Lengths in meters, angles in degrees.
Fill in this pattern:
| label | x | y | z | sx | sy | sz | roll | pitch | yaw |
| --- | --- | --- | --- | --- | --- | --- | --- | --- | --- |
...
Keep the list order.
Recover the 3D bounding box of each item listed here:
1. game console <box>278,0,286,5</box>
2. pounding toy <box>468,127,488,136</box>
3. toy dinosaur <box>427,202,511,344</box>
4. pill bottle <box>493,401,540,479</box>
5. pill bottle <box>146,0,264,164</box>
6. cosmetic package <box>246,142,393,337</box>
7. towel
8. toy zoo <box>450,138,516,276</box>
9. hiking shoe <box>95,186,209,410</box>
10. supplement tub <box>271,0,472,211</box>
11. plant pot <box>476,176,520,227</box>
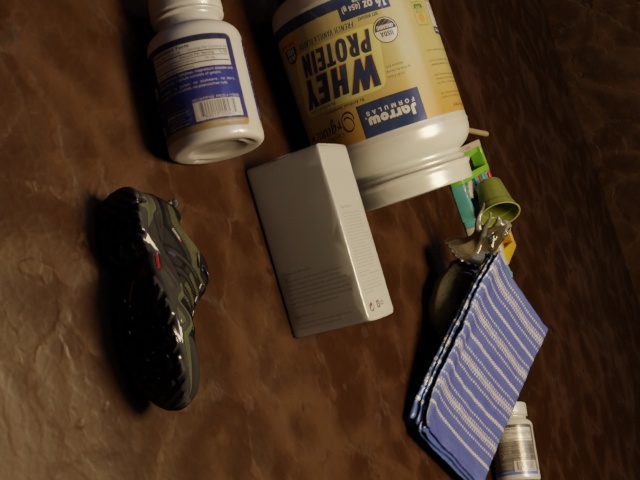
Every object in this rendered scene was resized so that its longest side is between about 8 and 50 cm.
| label | x | y | z | sx | sy | sz | roll | pitch | yaw |
| --- | --- | --- | --- | --- | --- | --- | --- | --- | --- |
| game console | -0.004 | -0.392 | 1.337 | 0.107 | 0.122 | 0.071 | -13 | 86 | -61 |
| pounding toy | 0.237 | -0.218 | 1.678 | 0.141 | 0.100 | 0.130 | 60 | 32 | -21 |
| toy dinosaur | 0.238 | 0.107 | 1.517 | 0.160 | 0.121 | 0.313 | 42 | 67 | -30 |
| pill bottle | 0.341 | 0.359 | 1.569 | 0.078 | 0.078 | 0.137 | 27 | 52 | -52 |
| pill bottle | -0.138 | -0.191 | 1.014 | 0.112 | 0.112 | 0.186 | 0 | 75 | -60 |
| cosmetic package | 0.000 | 0.000 | 1.144 | 0.085 | 0.117 | 0.231 | -10 | 85 | -61 |
| towel | 0.271 | 0.217 | 1.447 | 0.243 | 0.040 | 0.336 | 50 | 59 | -36 |
| toy zoo | 0.338 | -0.057 | 1.835 | 0.192 | 0.030 | 0.293 | -29 | 100 | -60 |
| hiking shoe | -0.146 | 0.055 | 0.893 | 0.114 | 0.086 | 0.226 | 1 | 73 | -56 |
| supplement tub | 0.080 | -0.211 | 1.276 | 0.228 | 0.228 | 0.316 | -21 | 92 | -61 |
| plant pot | 0.346 | -0.082 | 1.761 | 0.083 | 0.083 | 0.079 | 34 | 35 | -48 |
